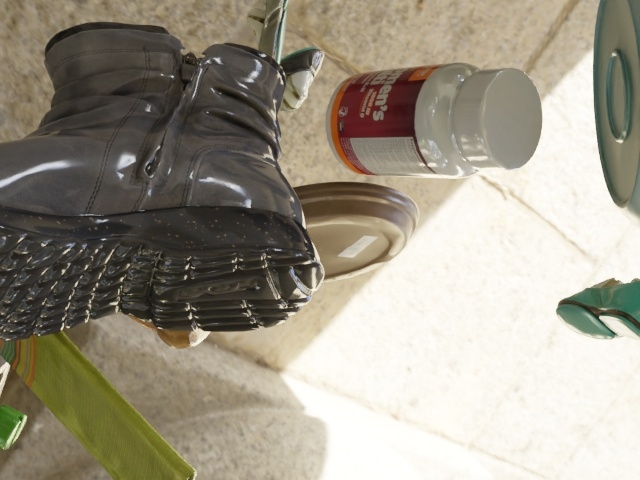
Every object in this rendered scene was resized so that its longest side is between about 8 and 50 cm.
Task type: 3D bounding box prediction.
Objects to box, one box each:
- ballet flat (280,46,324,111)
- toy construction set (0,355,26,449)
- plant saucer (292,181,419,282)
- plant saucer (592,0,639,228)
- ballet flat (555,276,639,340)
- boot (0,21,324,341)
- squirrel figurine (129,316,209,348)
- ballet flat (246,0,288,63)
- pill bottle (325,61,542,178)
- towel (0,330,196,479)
[{"bbox_3d":[-0.091,-0.275,1.464,0.280,0.096,0.095,-25,165,-31],"label":"ballet flat"},{"bbox_3d":[-0.344,0.067,0.766,0.308,0.237,0.257,-64,173,-2],"label":"toy construction set"},{"bbox_3d":[0.000,0.000,1.090,0.278,0.041,0.278,-7,156,-3],"label":"plant saucer"},{"bbox_3d":[0.344,-0.161,0.880,0.044,0.317,0.317,-5,123,9],"label":"plant saucer"},{"bbox_3d":[0.416,0.093,1.118,0.083,0.247,0.087,45,83,-2],"label":"ballet flat"},{"bbox_3d":[-0.171,-0.055,0.515,0.338,0.222,0.118,7,139,-29],"label":"boot"},{"bbox_3d":[-0.326,-0.006,1.149,0.371,0.397,0.280,0,91,4],"label":"squirrel figurine"},{"bbox_3d":[-0.077,-0.353,1.207,0.068,0.072,0.213,14,136,-3],"label":"ballet flat"},{"bbox_3d":[0.117,-0.128,0.860,0.121,0.221,0.121,-5,98,-39],"label":"pill bottle"},{"bbox_3d":[-0.174,0.097,0.536,0.021,0.237,0.102,-37,158,-35],"label":"towel"}]
